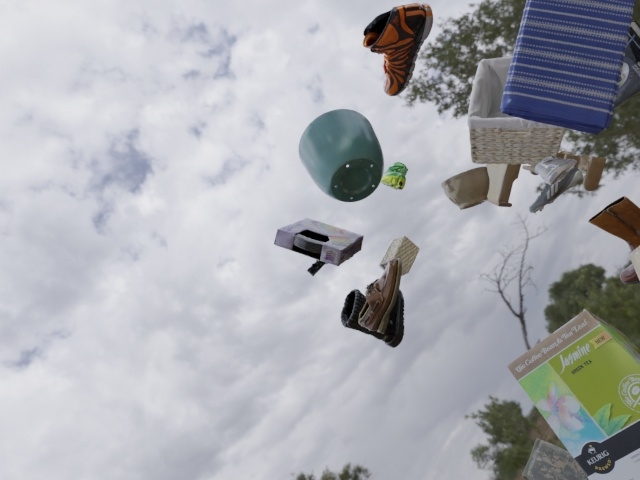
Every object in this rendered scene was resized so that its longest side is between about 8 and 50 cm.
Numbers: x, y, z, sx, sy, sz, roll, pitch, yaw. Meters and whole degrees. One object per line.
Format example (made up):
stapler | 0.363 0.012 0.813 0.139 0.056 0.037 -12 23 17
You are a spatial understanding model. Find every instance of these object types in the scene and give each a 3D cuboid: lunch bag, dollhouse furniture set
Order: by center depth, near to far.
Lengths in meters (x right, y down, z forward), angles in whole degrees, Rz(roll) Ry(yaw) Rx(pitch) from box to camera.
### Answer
lunch bag | 0.885 0.841 1.454 0.287 0.235 0.168 38 -105 -31
dollhouse furniture set | 0.961 -0.288 1.911 0.395 0.362 0.256 2 -70 -13

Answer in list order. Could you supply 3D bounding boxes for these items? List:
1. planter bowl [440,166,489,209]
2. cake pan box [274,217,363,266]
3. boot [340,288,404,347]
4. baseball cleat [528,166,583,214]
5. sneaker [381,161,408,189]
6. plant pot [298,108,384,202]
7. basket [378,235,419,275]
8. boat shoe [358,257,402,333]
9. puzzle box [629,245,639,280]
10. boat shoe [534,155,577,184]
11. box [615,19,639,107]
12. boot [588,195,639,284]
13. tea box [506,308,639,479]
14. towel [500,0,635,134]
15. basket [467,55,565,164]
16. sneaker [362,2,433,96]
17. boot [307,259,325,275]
planter bowl | 0.512 -0.171 1.454 0.162 0.109 0.162 -18 -9 -3
cake pan box | 0.000 0.000 1.497 0.267 0.246 0.070 -26 -50 -63
boot | 0.223 0.275 1.807 0.131 0.260 0.348 -56 14 30
baseball cleat | 0.783 -0.184 1.443 0.206 0.109 0.072 -37 -8 6
sneaker | 0.336 -0.301 1.918 0.295 0.110 0.123 -78 13 -80
plant pot | 0.089 -0.274 1.482 0.293 0.235 0.292 -10 -45 -10
basket | 0.357 0.073 1.902 0.103 0.113 0.167 -34 20 56
boat shoe | 0.202 0.192 1.453 0.110 0.105 0.307 -67 -10 -63
puzzle box | 0.880 0.159 0.861 0.052 0.409 0.272 105 174 -51
boat shoe | 0.577 -0.180 1.043 0.184 0.063 0.066 -24 -29 -42
box | 0.843 -0.489 1.176 0.078 0.180 0.147 -23 -11 -31
boot | 1.084 0.009 1.496 0.096 0.281 0.264 -54 -6 -39
tea box | 0.643 0.360 0.909 0.329 0.323 0.220 22 -61 -42
towel | 0.581 -0.430 0.996 0.040 0.243 0.335 44 -119 -79
basket | 0.741 -0.476 1.574 0.266 0.329 0.331 59 -135 -53
sneaker | 0.207 -0.588 1.316 0.180 0.124 0.321 -9 -29 -14
boot | -0.007 0.103 1.722 0.099 0.045 0.121 -50 -12 -8
